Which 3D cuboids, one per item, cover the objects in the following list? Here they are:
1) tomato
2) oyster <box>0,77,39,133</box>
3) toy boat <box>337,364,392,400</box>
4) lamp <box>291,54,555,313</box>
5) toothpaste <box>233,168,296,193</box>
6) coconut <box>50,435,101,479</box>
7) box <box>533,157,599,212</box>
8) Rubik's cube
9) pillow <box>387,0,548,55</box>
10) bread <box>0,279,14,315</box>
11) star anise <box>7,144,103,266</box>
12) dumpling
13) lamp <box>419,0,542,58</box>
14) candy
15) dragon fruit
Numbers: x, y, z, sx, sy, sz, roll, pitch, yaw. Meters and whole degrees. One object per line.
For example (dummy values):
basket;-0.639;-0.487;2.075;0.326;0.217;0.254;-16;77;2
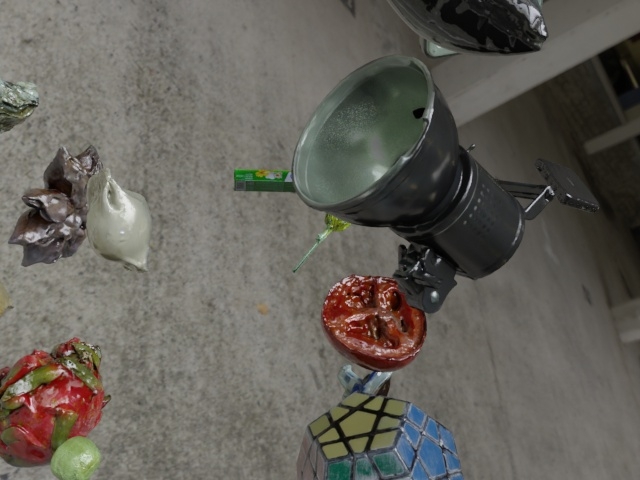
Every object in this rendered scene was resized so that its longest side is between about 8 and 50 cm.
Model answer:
tomato;0.110;0.178;1.361;0.227;0.101;0.228;4;48;-5
oyster;-0.710;-0.279;1.330;0.351;0.162;0.158;-27;121;-57
toy boat;0.070;0.376;1.505;0.114;0.115;0.262;10;104;-59
lamp;0.099;-0.032;0.599;0.227;0.147;0.172;35;76;-37
toothpaste;-0.106;-0.133;1.485;0.178;0.043;0.037;1;55;-7
coconut;-0.470;0.421;1.268;0.087;0.096;0.088;-28;127;-44
box;0.510;-0.112;1.371;0.125;0.027;0.126;12;41;-33
Rubik's cube;0.103;0.434;1.198;0.319;0.264;0.319;31;39;-30
pillow;0.133;-0.252;0.658;0.186;0.106;0.250;32;25;0
bread;-0.641;0.108;1.225;0.119;0.084;0.177;-62;157;-48
star anise;-0.604;-0.073;1.564;0.117;0.332;0.332;31;33;8
dumpling;-0.364;-0.033;1.163;0.111;0.155;0.181;1;92;-46
lamp;0.333;-0.522;1.354;0.047;0.266;0.269;-115;-165;-52
candy;0.000;0.000;1.461;0.058;0.062;0.194;46;68;-16
dragon fruit;-0.586;0.344;1.424;0.237;0.303;0.231;34;19;-11
